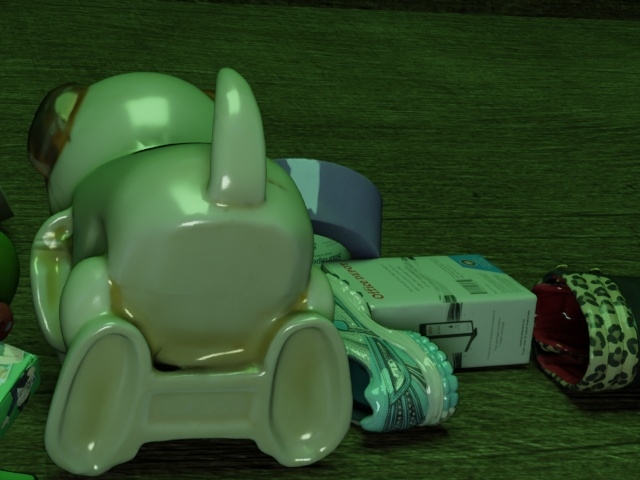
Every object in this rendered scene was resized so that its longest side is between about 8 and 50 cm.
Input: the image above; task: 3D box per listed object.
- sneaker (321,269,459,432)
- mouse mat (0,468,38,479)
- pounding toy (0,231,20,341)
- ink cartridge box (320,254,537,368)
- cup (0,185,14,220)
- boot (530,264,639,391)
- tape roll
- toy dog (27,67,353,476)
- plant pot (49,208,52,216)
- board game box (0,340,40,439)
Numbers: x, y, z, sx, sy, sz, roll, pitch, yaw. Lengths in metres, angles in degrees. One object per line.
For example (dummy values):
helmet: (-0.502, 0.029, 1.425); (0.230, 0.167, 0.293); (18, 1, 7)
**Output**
sneaker: (0.005, 0.112, 1.817); (0.122, 0.110, 0.283); (-16, 27, -40)
mouse mat: (-0.354, 0.221, 1.543); (0.189, 0.007, 0.152); (7, 18, 8)
pounding toy: (-0.390, 0.083, 1.748); (0.237, 0.183, 0.110); (-8, 49, -35)
ink cartridge box: (0.113, 0.079, 1.974); (0.203, 0.086, 0.148); (-3, 20, -21)
cup: (-0.542, -0.129, 2.129); (0.237, 0.331, 0.331); (-25, 25, -7)
boot: (0.372, 0.071, 2.012); (0.284, 0.138, 0.377); (1, 25, -14)
tape roll: (-0.023, -0.013, 2.048); (0.189, 0.189, 0.080); (4, 62, -3)
toy dog: (-0.163, -0.016, 1.733); (0.284, 0.395, 0.408); (-9, 30, -14)
plant pot: (-0.208, -0.032, 2.117); (0.167, 0.167, 0.165); (-9, 31, -37)
board game box: (-0.425, 0.127, 1.487); (0.317, 0.046, 0.213); (21, 53, 14)
